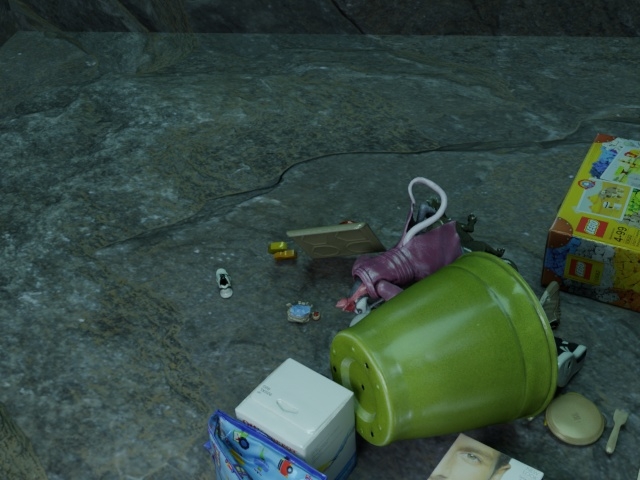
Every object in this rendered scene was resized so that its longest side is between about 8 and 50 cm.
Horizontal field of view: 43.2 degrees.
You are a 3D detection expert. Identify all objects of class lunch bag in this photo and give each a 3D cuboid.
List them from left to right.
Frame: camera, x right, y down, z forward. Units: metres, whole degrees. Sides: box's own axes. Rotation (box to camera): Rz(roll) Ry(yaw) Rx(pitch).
[{"bbox_3d":[-0.128,0.472,1.533,0.138,0.221,0.293,-33,47,-32],"label":"lunch bag"}]

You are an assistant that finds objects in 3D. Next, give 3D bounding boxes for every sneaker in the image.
[{"bbox_3d":[-0.257,0.105,2.154,0.040,0.044,0.109,-15,38,-10],"label":"sneaker"},{"bbox_3d":[0.510,0.265,1.815,0.121,0.079,0.216,17,11,31],"label":"sneaker"},{"bbox_3d":[0.558,0.180,1.982,0.071,0.066,0.188,31,53,14],"label":"sneaker"}]

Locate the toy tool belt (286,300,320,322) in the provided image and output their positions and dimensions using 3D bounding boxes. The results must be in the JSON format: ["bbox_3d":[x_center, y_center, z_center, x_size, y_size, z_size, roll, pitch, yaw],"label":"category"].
[{"bbox_3d":[-0.043,0.178,2.033,0.083,0.051,0.052,0,39,5],"label":"toy tool belt"}]

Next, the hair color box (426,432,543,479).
[{"bbox_3d":[0.258,0.540,1.507,0.185,0.110,0.339,21,43,30],"label":"hair color box"}]

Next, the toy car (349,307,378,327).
[{"bbox_3d":[0.127,0.255,1.856,0.159,0.136,0.182,10,59,-34],"label":"toy car"}]

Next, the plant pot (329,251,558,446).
[{"bbox_3d":[0.223,0.246,1.642,0.352,0.367,0.366,-17,40,-25],"label":"plant pot"}]

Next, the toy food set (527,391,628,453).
[{"bbox_3d":[0.548,0.385,1.737,0.192,0.039,0.132,21,52,21],"label":"toy food set"}]

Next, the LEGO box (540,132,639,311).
[{"bbox_3d":[0.839,-0.049,2.126,0.372,0.193,0.500,16,42,23],"label":"LEGO box"}]

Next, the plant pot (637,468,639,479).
[{"bbox_3d":[0.663,0.532,1.317,0.333,0.306,0.334,-2,38,2],"label":"plant pot"}]

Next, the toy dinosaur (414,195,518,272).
[{"bbox_3d":[0.384,0.019,2.141,0.160,0.121,0.314,-20,61,-39],"label":"toy dinosaur"}]

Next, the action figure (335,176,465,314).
[{"bbox_3d":[0.195,0.066,1.973,0.370,0.276,0.248,-31,46,-25],"label":"action figure"}]

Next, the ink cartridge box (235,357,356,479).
[{"bbox_3d":[-0.042,0.394,1.614,0.171,0.233,0.168,23,46,29],"label":"ink cartridge box"}]

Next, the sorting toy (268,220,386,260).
[{"bbox_3d":[0.000,0.000,2.127,0.307,0.229,0.041,-6,71,18],"label":"sorting toy"}]
